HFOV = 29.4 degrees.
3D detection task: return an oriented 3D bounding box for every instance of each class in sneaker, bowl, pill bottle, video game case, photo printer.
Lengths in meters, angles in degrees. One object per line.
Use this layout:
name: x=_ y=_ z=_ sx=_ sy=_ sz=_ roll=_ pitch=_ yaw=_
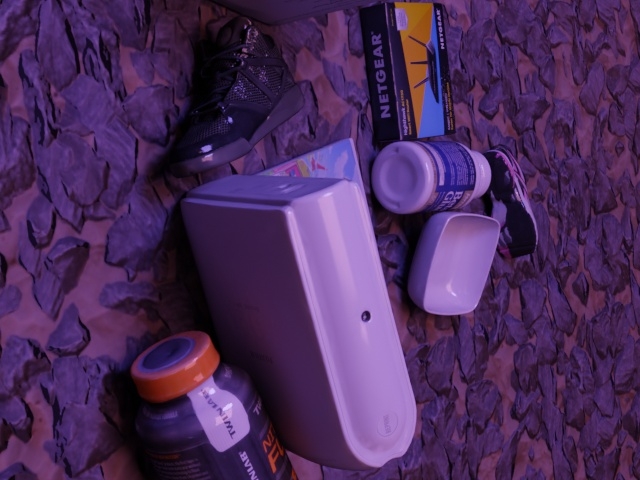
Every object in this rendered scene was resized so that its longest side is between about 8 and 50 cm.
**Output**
sneaker: x=0.284 y=-0.062 z=1.792 sx=0.077 sy=0.072 sz=0.178 roll=-50 pitch=130 yaw=-53
bowl: x=0.171 y=0.026 z=1.637 sx=0.142 sy=0.053 sz=0.142 roll=5 pitch=103 yaw=-51
sneaker: x=-0.107 y=-0.157 z=1.315 sx=0.227 sy=0.087 sz=0.130 roll=-46 pitch=120 yaw=-45
pill bottle: x=0.152 y=-0.085 z=1.611 sx=0.169 sy=0.094 sz=0.094 roll=-6 pitch=92 yaw=-50
pill bottle: x=-0.107 y=0.215 z=1.249 sx=0.130 sy=0.130 sz=0.246 roll=-44 pitch=120 yaw=-42
video game case: x=0.000 y=0.000 z=1.477 sx=0.193 sy=0.023 sz=0.213 roll=-26 pitch=107 yaw=-48
photo printer: x=-0.023 y=0.088 z=1.270 sx=0.107 sy=0.256 sz=0.308 roll=-23 pitch=106 yaw=-29

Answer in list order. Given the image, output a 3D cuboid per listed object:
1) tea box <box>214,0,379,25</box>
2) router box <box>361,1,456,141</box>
tea box: x=0.012 y=-0.434 z=1.288 sx=0.220 sy=0.329 sz=0.324 roll=16 pitch=74 yaw=-48
router box: x=0.119 y=-0.223 z=1.619 sx=0.133 sy=0.046 sz=0.179 roll=-13 pitch=97 yaw=-50
